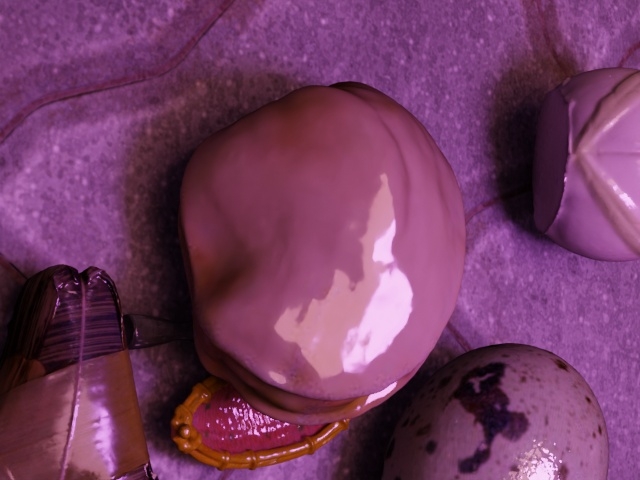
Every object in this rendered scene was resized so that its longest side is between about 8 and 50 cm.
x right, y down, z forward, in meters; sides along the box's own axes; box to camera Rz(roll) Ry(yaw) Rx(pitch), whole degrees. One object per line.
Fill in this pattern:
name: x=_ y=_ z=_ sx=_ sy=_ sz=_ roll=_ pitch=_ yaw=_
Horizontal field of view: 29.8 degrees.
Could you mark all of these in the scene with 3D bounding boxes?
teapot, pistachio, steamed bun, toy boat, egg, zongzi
teapot: x=-0.189 y=0.111 z=1.456 sx=0.110 sy=0.042 sz=0.043 roll=4 pitch=83 yaw=-41
pistachio: x=0.000 y=0.000 z=1.459 sx=0.365 sy=0.281 sz=0.446 roll=21 pitch=63 yaw=-6
steamed bun: x=0.476 y=-0.110 z=1.794 sx=0.309 sy=0.309 sz=0.309 roll=4 pitch=83 yaw=-37
toy boat: x=-0.067 y=0.214 z=1.503 sx=0.318 sy=0.099 sz=0.141 roll=-5 pitch=92 yaw=-40
egg: x=0.226 y=0.315 z=1.597 sx=0.287 sy=0.287 sz=0.379 roll=37 pitch=76 yaw=-29
zongzi: x=-0.347 y=0.185 z=1.270 sx=0.317 sy=0.154 sz=0.289 roll=-9 pitch=83 yaw=-30
